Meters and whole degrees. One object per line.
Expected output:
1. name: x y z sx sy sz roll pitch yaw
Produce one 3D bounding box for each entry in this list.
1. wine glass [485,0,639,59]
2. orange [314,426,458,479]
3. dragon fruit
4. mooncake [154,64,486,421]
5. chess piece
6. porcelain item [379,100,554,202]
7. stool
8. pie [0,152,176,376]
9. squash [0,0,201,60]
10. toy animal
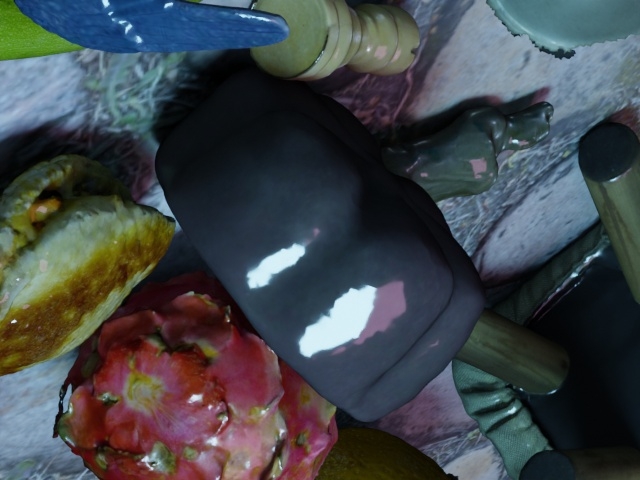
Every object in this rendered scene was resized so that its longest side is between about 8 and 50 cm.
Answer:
1. wine glass: 0.162 -0.252 1.010 0.143 0.143 0.321 -30 151 -10
2. orange: 0.026 0.304 1.650 0.264 0.264 0.264 -27 153 -15
3. dragon fruit: -0.082 0.129 1.287 0.268 0.205 0.210 78 32 -64
4. mooncake: 0.000 0.000 1.135 0.133 0.245 0.245 -43 153 11
5. chess piece: 0.012 -0.134 1.116 0.066 0.066 0.122 -48 156 25
6. porcelain item: 0.100 -0.062 1.339 0.216 0.069 0.081 -23 147 -33
7. stool: 0.260 0.095 1.530 0.310 0.310 0.226 -39 144 7
8. pie: -0.184 0.030 1.103 0.179 0.084 0.205 -49 167 12
9. squash: -0.139 -0.136 0.933 0.201 0.066 0.066 -15 148 -46
10. toy animal: -0.122 -0.176 0.785 0.255 0.239 0.176 -5 -144 46
